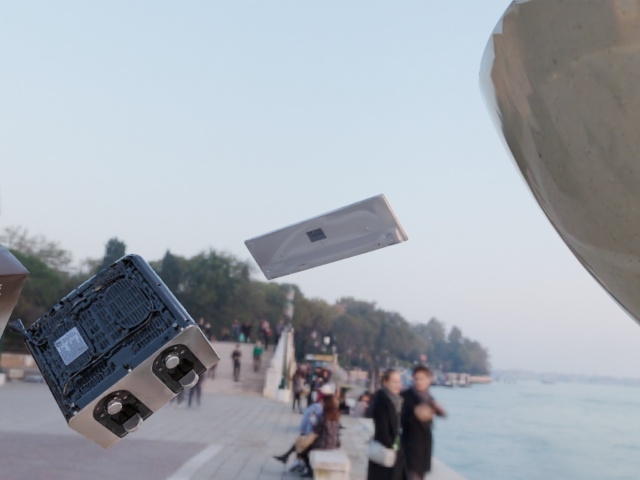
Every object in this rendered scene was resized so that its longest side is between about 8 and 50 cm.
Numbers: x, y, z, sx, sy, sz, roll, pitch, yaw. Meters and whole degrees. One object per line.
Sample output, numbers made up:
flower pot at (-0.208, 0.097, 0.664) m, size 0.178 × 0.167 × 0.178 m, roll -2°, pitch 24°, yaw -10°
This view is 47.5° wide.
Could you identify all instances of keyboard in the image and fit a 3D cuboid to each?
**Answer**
keyboard at (0.000, 0.000, 1.000) m, size 0.256 × 0.072 × 0.014 m, roll -17°, pitch 16°, yaw 38°

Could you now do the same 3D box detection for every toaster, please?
toaster at (-0.232, 0.121, 0.835) m, size 0.186 × 0.168 × 0.110 m, roll 41°, pitch -16°, yaw 39°

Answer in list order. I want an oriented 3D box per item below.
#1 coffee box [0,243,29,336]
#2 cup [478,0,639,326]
coffee box at (-0.485, 0.116, 0.894) m, size 0.098 × 0.246 × 0.141 m, roll 38°, pitch 19°, yaw 24°
cup at (0.290, -0.044, 0.456) m, size 0.331 × 0.236 × 0.331 m, roll -8°, pitch -20°, yaw -3°
